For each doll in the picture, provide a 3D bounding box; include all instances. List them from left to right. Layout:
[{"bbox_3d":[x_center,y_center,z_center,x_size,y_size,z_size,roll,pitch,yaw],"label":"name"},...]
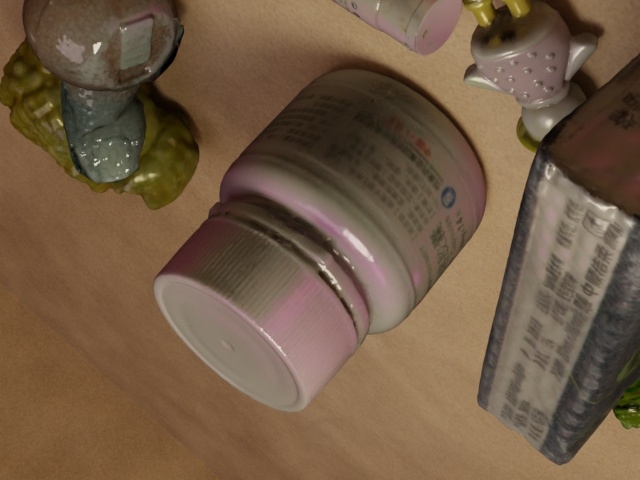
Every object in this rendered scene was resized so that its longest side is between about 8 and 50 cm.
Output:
[{"bbox_3d":[0.195,-0.149,1.148,0.129,0.081,0.207,-12,132,29],"label":"doll"}]

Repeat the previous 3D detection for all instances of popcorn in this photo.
[{"bbox_3d":[-0.310,-0.170,1.751,0.286,0.174,0.225,40,173,-23],"label":"popcorn"}]

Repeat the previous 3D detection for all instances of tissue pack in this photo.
[{"bbox_3d":[0.264,-0.018,1.015,0.124,0.288,0.394,35,155,18],"label":"tissue pack"}]

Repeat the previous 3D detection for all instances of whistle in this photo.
[{"bbox_3d":[-0.271,-0.219,1.549,0.189,0.189,0.348,31,138,22],"label":"whistle"}]

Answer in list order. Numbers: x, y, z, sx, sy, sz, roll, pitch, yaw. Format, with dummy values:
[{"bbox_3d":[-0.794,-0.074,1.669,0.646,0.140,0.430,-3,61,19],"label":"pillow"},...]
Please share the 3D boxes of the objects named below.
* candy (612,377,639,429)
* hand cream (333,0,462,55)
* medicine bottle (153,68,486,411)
[{"bbox_3d":[0.325,0.114,1.409,0.246,0.069,0.149,52,149,-12],"label":"candy"},{"bbox_3d":[0.000,-0.284,1.252,0.312,0.070,0.111,39,158,25],"label":"hand cream"},{"bbox_3d":[0.000,0.000,1.383,0.256,0.325,0.256,31,153,18],"label":"medicine bottle"}]
